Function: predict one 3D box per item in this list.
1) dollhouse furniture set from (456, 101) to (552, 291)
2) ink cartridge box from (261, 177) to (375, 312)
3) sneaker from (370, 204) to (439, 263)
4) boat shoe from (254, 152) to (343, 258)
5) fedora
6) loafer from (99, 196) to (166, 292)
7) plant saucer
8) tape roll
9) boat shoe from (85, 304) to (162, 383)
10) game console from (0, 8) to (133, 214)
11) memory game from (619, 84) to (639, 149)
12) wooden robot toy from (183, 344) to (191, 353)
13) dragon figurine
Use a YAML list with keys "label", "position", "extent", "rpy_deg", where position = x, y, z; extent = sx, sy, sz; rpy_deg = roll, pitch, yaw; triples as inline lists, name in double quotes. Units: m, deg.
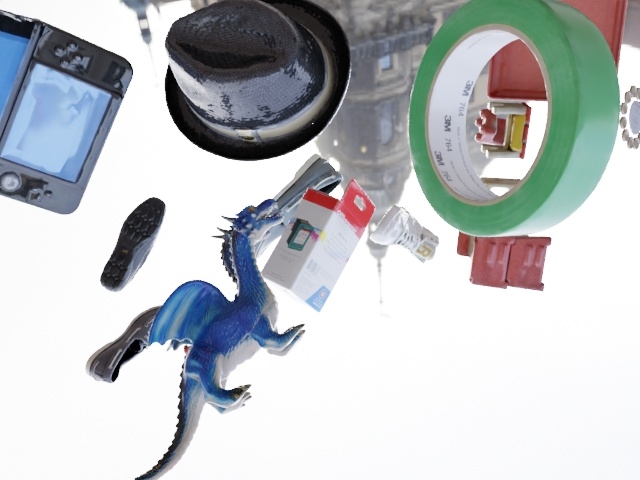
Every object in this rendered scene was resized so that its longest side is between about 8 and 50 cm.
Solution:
- label: "dollhouse furniture set"
  position: [0.388, -0.101, 1.466]
  extent: [0.152, 0.374, 0.201]
  rpy_deg: [4, -160, 1]
- label: "ink cartridge box"
  position: [0.000, 0.000, 1.310]
  extent: [0.078, 0.134, 0.231]
  rpy_deg: [23, -102, 32]
- label: "sneaker"
  position: [0.244, -0.010, 1.940]
  extent: [0.169, 0.108, 0.292]
  rpy_deg: [40, -161, 11]
- label: "boat shoe"
  position: [-0.065, -0.070, 1.717]
  extent: [0.099, 0.116, 0.319]
  rpy_deg: [35, -109, 9]
- label: "fedora"
  position: [-0.124, -0.288, 1.134]
  extent: [0.334, 0.152, 0.334]
  rpy_deg: [-4, -104, 16]
- label: "loafer"
  position: [-0.398, 0.008, 1.529]
  extent: [0.076, 0.078, 0.223]
  rpy_deg: [28, -95, 1]
- label: "plant saucer"
  position: [0.486, -0.416, 1.471]
  extent: [0.259, 0.258, 0.048]
  rpy_deg: [9, -166, 27]
- label: "tape roll"
  position: [0.245, -0.166, 0.968]
  extent: [0.077, 0.321, 0.321]
  rpy_deg: [-1, -151, -31]
- label: "boat shoe"
  position: [-0.352, 0.202, 1.374]
  extent: [0.065, 0.075, 0.206]
  rpy_deg: [20, -137, 30]
- label: "game console"
  position: [-0.444, -0.178, 1.092]
  extent: [0.250, 0.293, 0.173]
  rpy_deg: [20, -166, -28]
- label: "memory game"
  position: [0.894, -0.350, 2.037]
  extent: [0.012, 0.186, 0.186]
  rpy_deg: [6, -147, 46]
- label: "wooden robot toy"
  position: [-0.260, 0.228, 1.597]
  extent: [0.076, 0.079, 0.173]
  rpy_deg: [-6, -120, 5]
- label: "dragon figurine"
  position: [-0.113, 0.093, 0.708]
  extent: [0.144, 0.085, 0.289]
  rpy_deg: [39, -100, 11]
